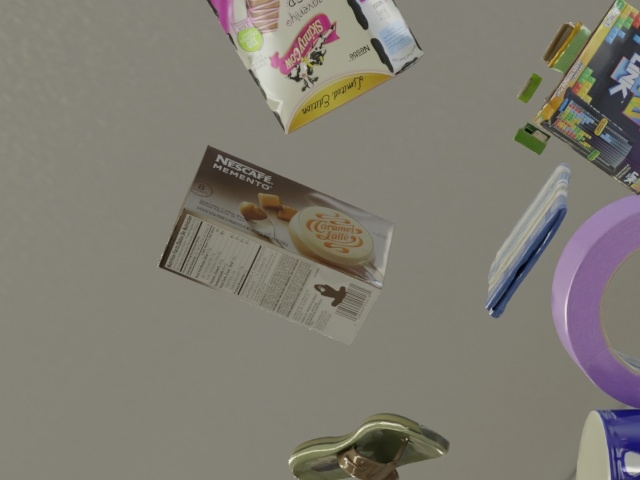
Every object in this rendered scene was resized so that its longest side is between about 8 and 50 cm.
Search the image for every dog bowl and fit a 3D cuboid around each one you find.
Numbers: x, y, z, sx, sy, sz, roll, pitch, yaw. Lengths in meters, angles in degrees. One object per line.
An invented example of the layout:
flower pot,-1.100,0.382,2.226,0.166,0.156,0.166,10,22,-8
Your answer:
dog bowl,0.389,0.342,1.831,0.265,0.104,0.264,2,-90,-90

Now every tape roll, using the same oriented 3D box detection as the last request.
tape roll,0.442,0.078,1.902,0.274,0.275,0.090,-58,9,8

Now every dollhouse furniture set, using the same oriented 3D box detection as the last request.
dollhouse furniture set,0.280,-0.179,1.722,0.151,0.076,0.058,-59,-6,18

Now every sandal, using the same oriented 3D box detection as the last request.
sandal,0.071,0.325,2.127,0.120,0.303,0.086,32,-128,-28

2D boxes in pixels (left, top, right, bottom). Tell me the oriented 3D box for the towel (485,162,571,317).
towel,0.322,-0.004,2.249,0.209,0.034,0.285,-57,0,18

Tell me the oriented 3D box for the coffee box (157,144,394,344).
coffee box,-0.049,0.004,1.733,0.141,0.247,0.098,-75,9,-55

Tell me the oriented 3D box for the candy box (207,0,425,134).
candy box,-0.024,-0.244,1.478,0.159,0.233,0.071,-26,9,40

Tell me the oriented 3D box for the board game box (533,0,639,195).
board game box,0.329,-0.155,1.570,0.170,0.141,0.048,-55,-2,-26
